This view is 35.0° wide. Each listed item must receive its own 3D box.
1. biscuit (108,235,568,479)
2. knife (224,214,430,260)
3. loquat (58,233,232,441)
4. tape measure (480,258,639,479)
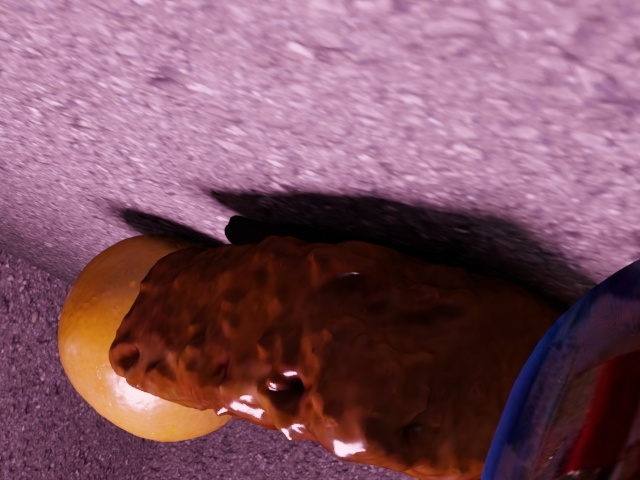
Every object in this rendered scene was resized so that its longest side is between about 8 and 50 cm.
[{"bbox_3d":[0.047,0.110,0.881,0.343,0.166,0.395,26,166,-37],"label":"biscuit"},{"bbox_3d":[0.000,0.000,0.895,0.230,0.028,0.060,10,161,37],"label":"knife"},{"bbox_3d":[-0.193,0.117,1.235,0.263,0.263,0.263,22,169,5],"label":"loquat"},{"bbox_3d":[0.208,0.139,0.523,0.138,0.259,0.262,29,168,-22],"label":"tape measure"}]
